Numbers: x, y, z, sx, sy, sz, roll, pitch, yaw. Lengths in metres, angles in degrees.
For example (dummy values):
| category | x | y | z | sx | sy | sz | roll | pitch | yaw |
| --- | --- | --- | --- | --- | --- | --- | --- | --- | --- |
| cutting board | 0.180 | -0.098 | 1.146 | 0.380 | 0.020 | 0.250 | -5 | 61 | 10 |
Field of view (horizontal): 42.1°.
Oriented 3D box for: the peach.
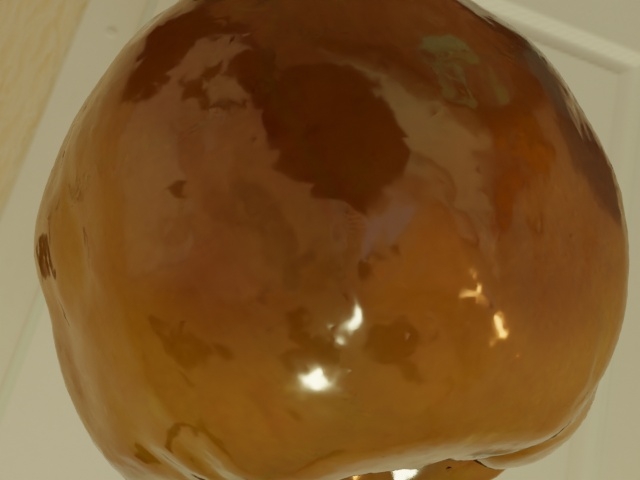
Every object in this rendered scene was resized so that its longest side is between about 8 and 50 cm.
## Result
| category | x | y | z | sx | sy | sz | roll | pitch | yaw |
| --- | --- | --- | --- | --- | --- | --- | --- | --- | --- |
| peach | 0.000 | 0.000 | 0.494 | 0.343 | 0.301 | 0.343 | -10 | 153 | -5 |
